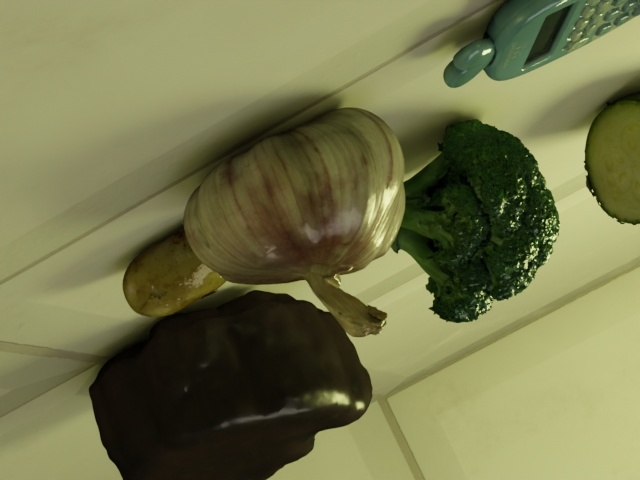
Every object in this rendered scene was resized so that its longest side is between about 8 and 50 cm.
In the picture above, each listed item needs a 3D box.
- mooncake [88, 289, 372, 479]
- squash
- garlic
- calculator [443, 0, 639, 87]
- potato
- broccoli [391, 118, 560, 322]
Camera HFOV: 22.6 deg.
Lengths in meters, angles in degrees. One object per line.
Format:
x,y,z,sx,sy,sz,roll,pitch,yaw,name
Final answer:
-0.139,0.219,2.262,0.381,0.212,0.350,-31,160,29,mooncake
0.505,-0.126,2.190,0.260,0.189,0.189,-9,159,-39,squash
0.000,0.000,1.673,0.245,0.253,0.245,-23,156,-11,garlic
0.262,-0.239,1.675,0.303,0.042,0.188,-23,166,-11,calculator
-0.152,0.030,1.849,0.170,0.080,0.107,-27,154,10,potato
0.154,-0.020,1.944,0.270,0.270,0.270,4,165,3,broccoli
